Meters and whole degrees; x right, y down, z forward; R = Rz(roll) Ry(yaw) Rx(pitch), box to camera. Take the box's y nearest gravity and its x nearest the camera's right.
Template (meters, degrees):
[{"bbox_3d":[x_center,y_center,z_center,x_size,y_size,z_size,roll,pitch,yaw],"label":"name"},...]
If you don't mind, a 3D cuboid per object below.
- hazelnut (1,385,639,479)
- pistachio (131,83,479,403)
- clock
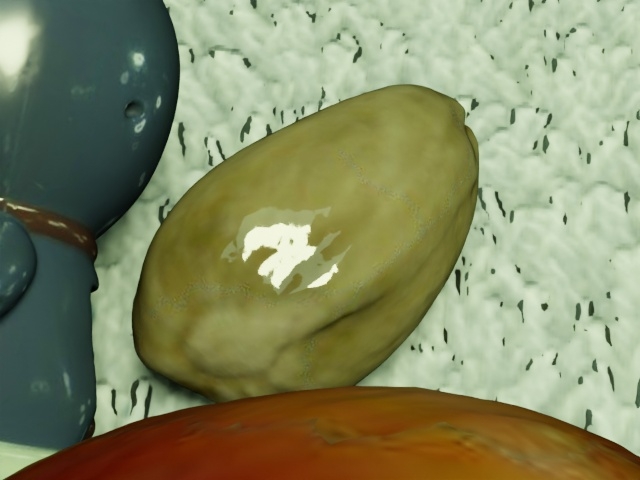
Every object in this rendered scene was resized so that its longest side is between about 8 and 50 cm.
[{"bbox_3d":[0.030,0.226,0.368,0.359,0.359,0.409,-30,63,-14],"label":"hazelnut"},{"bbox_3d":[0.000,0.000,0.638,0.185,0.126,0.108,-38,108,-21],"label":"pistachio"},{"bbox_3d":[-0.140,-0.015,0.601,0.146,0.199,0.243,11,79,-15],"label":"clock"}]
